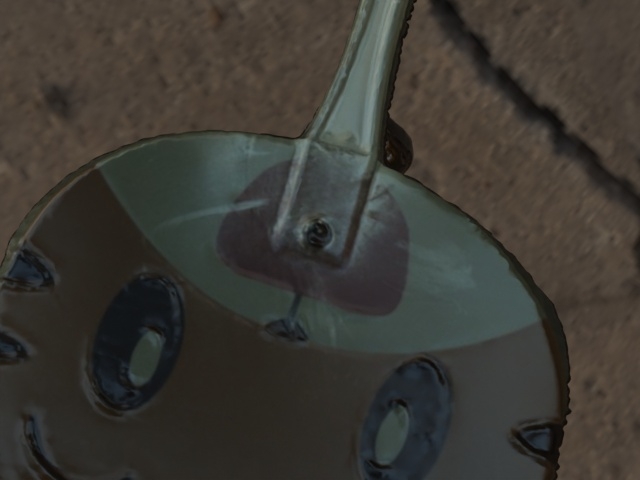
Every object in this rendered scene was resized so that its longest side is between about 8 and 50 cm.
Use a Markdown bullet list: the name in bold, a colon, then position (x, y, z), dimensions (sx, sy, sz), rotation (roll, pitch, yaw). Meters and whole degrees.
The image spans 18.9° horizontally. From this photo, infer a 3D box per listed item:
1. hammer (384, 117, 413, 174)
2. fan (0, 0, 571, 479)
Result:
- **hammer**: position (-0.049, 0.061, 0.478), dimensions (0.029, 0.246, 0.103), rotation (17, 157, 40)
- **fan**: position (0.000, 0.000, 0.471), dimensions (0.152, 0.227, 0.008), rotation (17, 159, 1)
